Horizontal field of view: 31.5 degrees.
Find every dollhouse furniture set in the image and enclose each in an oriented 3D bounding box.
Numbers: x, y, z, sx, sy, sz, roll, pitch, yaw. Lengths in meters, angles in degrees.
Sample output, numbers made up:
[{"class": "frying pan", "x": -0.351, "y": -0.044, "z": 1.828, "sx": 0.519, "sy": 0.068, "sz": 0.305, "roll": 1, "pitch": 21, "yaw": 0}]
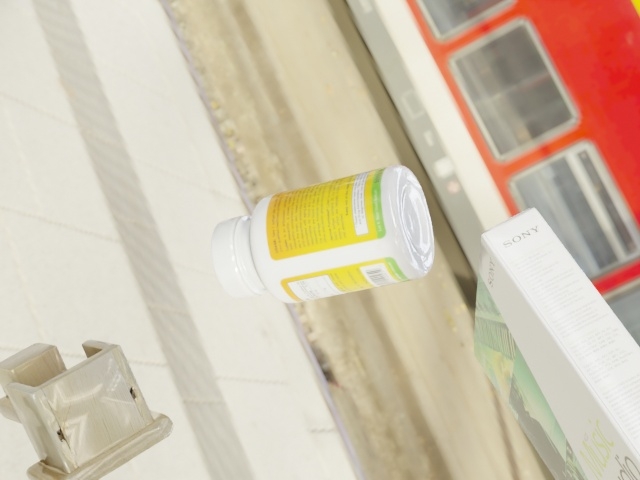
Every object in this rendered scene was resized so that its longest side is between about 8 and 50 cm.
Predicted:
[{"class": "dollhouse furniture set", "x": -0.169, "y": 0.119, "z": 0.517, "sx": 0.182, "sy": 0.161, "sz": 0.101, "roll": 1, "pitch": -64, "yaw": 57}]

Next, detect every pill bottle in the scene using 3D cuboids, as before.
[{"class": "pill bottle", "x": 0.000, "y": 0.000, "z": 1.360, "sx": 0.136, "sy": 0.246, "sz": 0.136, "roll": -12, "pitch": 90, "yaw": -68}]

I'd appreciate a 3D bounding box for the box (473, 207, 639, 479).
[{"class": "box", "x": 0.229, "y": 0.159, "z": 0.920, "sx": 0.322, "sy": 0.058, "sz": 0.232, "roll": 60, "pitch": -10, "yaw": 30}]
